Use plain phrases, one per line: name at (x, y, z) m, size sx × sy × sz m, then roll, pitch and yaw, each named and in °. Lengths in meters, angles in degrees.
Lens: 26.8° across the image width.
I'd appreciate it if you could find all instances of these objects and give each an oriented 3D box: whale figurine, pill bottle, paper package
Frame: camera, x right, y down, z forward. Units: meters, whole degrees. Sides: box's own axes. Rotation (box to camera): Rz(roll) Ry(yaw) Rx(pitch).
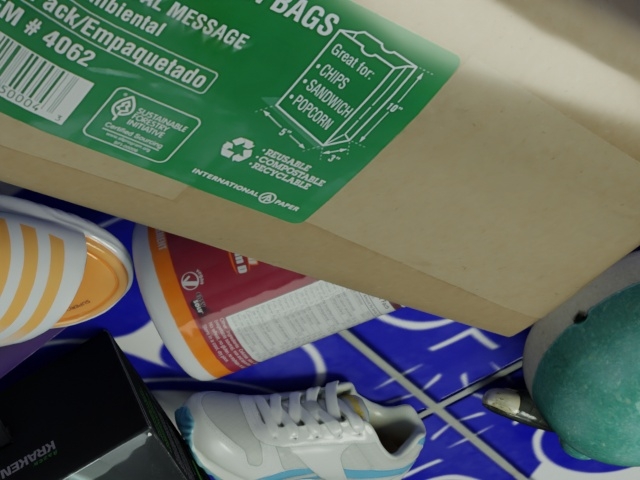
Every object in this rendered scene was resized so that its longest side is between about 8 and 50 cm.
whale figurine at (0.286, 0.121, 1.071) m, size 0.216 × 0.141 × 0.272 m, roll -42°, pitch 133°, yaw 18°
pill bottle at (0.000, 0.000, 0.871) m, size 0.221 × 0.121 × 0.121 m, roll -22°, pitch 139°, yaw 8°
paper package at (-0.015, -0.146, 0.554) m, size 0.324 × 0.310 × 0.168 m, roll 20°, pitch 129°, yaw -32°

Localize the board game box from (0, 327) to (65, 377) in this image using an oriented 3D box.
board game box at (-0.263, 0.047, 0.904) m, size 0.170 × 0.048 × 0.141 m, roll -37°, pitch 134°, yaw 24°

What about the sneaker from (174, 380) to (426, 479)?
sneaker at (-0.016, 0.152, 1.079) m, size 0.228 × 0.087 × 0.092 m, roll 17°, pitch 122°, yaw -40°

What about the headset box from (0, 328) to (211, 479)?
headset box at (-0.194, 0.241, 1.001) m, size 0.246 × 0.131 × 0.283 m, roll -31°, pitch 127°, yaw -4°

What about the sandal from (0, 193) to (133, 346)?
sandal at (-0.232, 0.019, 0.787) m, size 0.265 × 0.076 × 0.102 m, roll 19°, pitch 125°, yaw -35°

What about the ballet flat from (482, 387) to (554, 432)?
ballet flat at (0.213, 0.142, 1.166) m, size 0.173 × 0.057 × 0.049 m, roll 10°, pitch 94°, yaw -27°
